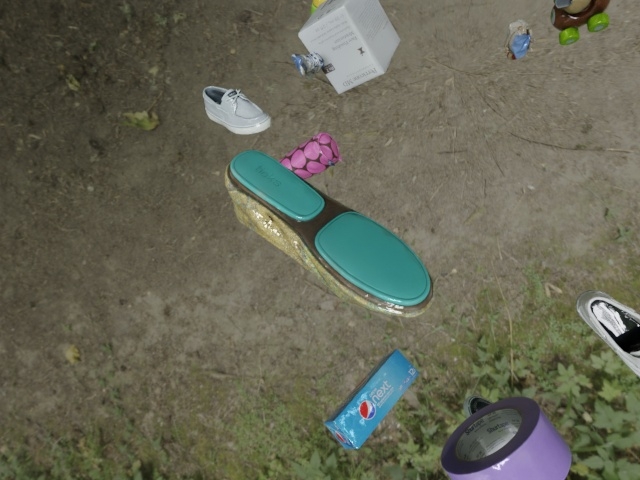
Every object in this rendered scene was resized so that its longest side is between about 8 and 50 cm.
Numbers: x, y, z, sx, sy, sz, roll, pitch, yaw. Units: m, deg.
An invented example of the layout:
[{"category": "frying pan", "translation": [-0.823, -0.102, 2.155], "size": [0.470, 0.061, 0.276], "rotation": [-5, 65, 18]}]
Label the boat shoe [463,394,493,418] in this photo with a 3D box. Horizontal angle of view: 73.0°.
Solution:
[{"category": "boat shoe", "translation": [0.371, 0.369, 0.840], "size": [0.183, 0.065, 0.083], "rotation": [42, 153, 8]}]

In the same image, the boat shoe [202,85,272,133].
[{"category": "boat shoe", "translation": [-0.206, -0.313, 1.016], "size": [0.227, 0.079, 0.081], "rotation": [28, 148, 36]}]

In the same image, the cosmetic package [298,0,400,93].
[{"category": "cosmetic package", "translation": [0.075, -0.501, 1.071], "size": [0.151, 0.152, 0.184], "rotation": [-9, 135, 43]}]

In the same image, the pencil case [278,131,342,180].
[{"category": "pencil case", "translation": [-0.043, -0.212, 1.209], "size": [0.209, 0.095, 0.098], "rotation": [-21, 145, 40]}]

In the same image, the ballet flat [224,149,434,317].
[{"category": "ballet flat", "translation": [0.000, 0.000, 0.601], "size": [0.348, 0.123, 0.123], "rotation": [37, 118, 22]}]

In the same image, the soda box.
[{"category": "soda box", "translation": [0.108, 0.325, 0.895], "size": [0.071, 0.210, 0.067], "rotation": [47, 149, 7]}]

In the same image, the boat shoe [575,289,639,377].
[{"category": "boat shoe", "translation": [0.615, 0.199, 0.823], "size": [0.096, 0.088, 0.267], "rotation": [-45, 74, 16]}]

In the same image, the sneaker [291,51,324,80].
[{"category": "sneaker", "translation": [-0.025, -0.413, 0.999], "size": [0.058, 0.135, 0.052], "rotation": [-28, 97, 17]}]

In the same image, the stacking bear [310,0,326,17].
[{"category": "stacking bear", "translation": [0.039, -0.766, 1.390], "size": [0.164, 0.175, 0.289], "rotation": [-14, 142, -14]}]

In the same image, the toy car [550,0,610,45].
[{"category": "toy car", "translation": [0.669, -0.645, 1.163], "size": [0.149, 0.188, 0.155], "rotation": [-12, 81, 53]}]

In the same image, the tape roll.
[{"category": "tape roll", "translation": [0.299, 0.349, 0.711], "size": [0.189, 0.189, 0.080], "rotation": [-39, 84, 26]}]

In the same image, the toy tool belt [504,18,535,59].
[{"category": "toy tool belt", "translation": [0.379, -0.371, 0.821], "size": [0.052, 0.051, 0.083], "rotation": [-28, 144, -1]}]
